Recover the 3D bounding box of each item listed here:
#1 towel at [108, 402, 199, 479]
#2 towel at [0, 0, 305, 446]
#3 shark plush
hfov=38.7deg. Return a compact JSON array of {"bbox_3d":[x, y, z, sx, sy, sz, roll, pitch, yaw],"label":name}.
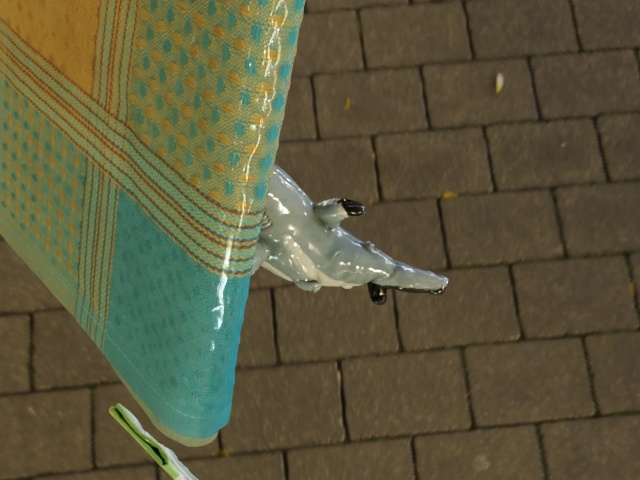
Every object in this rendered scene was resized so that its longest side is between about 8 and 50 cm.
[{"bbox_3d":[-0.174,0.249,1.037,0.113,0.152,0.023,34,70,33],"label":"towel"},{"bbox_3d":[-0.107,-0.097,0.495,0.040,0.370,0.271,-17,44,-39],"label":"towel"},{"bbox_3d":[0.000,0.000,0.526,0.161,0.067,0.073,33,36,-3],"label":"shark plush"}]
